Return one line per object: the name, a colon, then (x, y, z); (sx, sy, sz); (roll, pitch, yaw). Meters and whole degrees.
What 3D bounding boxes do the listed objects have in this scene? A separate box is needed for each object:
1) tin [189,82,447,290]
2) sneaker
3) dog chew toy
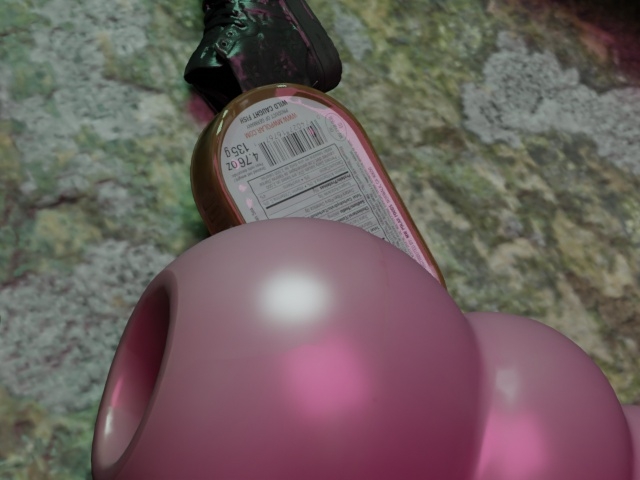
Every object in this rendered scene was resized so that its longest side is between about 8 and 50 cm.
tin: (0.000, 0.000, 1.117); (0.106, 0.040, 0.189); (-26, 82, -23)
sneaker: (-0.050, -0.122, 1.188); (0.089, 0.051, 0.170); (-32, 84, -34)
dog chew toy: (0.060, 0.116, 0.995); (0.332, 0.206, 0.206); (18, 54, -17)
